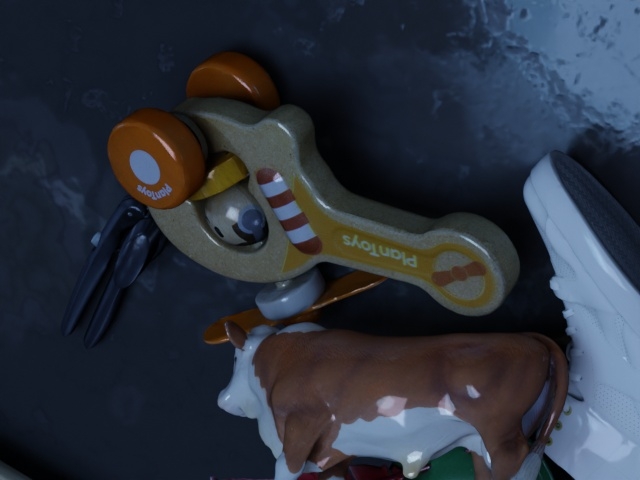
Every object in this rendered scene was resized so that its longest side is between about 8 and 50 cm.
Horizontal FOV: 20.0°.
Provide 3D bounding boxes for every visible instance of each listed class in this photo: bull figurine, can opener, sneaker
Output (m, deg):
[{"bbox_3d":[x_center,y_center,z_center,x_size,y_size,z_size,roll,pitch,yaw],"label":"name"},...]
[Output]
[{"bbox_3d":[0.039,0.142,1.424,0.310,0.101,0.188,-6,59,26],"label":"bull figurine"},{"bbox_3d":[-0.194,0.029,1.658,0.059,0.073,0.186,39,129,2],"label":"can opener"},{"bbox_3d":[0.210,0.087,1.438,0.169,0.108,0.292,-34,90,28],"label":"sneaker"}]

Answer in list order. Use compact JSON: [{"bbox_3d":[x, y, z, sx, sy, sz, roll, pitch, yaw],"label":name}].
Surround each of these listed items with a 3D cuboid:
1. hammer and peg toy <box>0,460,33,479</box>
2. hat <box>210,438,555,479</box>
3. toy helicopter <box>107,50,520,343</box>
[{"bbox_3d":[-0.293,0.357,1.771,0.361,0.127,0.266,28,117,17],"label":"hammer and peg toy"},{"bbox_3d":[0.065,0.234,1.487,0.208,0.183,0.173,0,116,56],"label":"hat"},{"bbox_3d":[0.000,0.000,1.497,0.355,0.140,0.235,17,129,29],"label":"toy helicopter"}]
